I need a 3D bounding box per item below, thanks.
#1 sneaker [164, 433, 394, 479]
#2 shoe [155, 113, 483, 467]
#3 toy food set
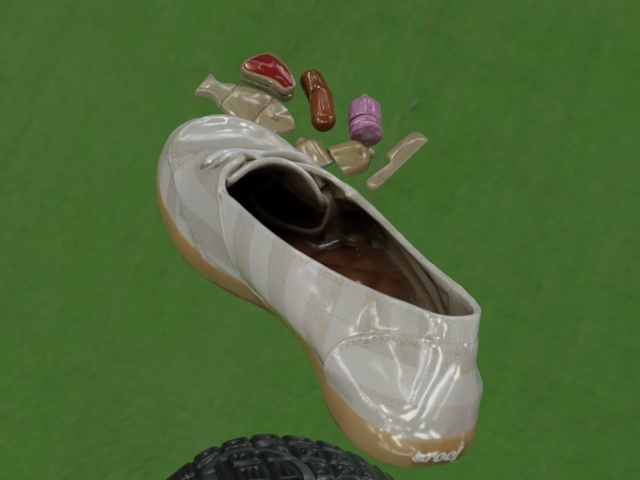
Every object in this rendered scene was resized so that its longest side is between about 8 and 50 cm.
[{"bbox_3d":[-0.081,0.216,1.324,0.286,0.109,0.130,-11,116,-3],"label":"sneaker"},{"bbox_3d":[0.000,0.000,0.754,0.076,0.058,0.219,-11,36,-26],"label":"shoe"},{"bbox_3d":[-0.004,-0.069,1.135,0.122,0.019,0.078,33,50,17],"label":"toy food set"}]
